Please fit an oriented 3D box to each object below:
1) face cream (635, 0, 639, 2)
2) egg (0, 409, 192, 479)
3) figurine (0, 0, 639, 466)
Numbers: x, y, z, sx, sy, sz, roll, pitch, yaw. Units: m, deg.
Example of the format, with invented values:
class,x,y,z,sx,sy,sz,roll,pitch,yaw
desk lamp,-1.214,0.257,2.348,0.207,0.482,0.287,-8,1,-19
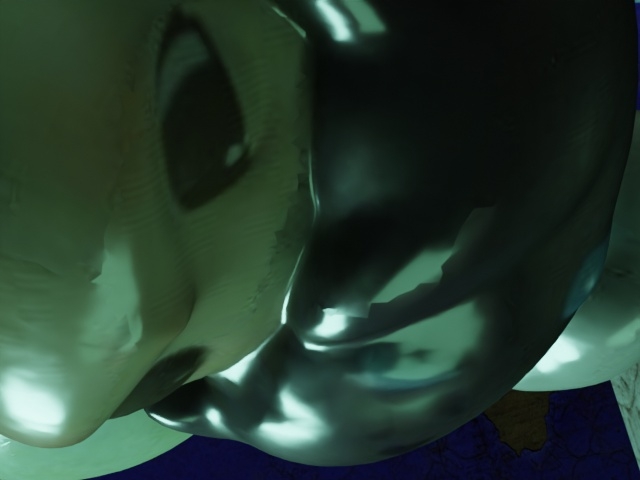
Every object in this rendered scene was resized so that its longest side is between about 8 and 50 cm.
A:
class,x,y,z,sx,sy,sz,roll,pitch,yaw
face cream,0.269,-0.161,0.737,0.385,0.086,0.135,-15,-159,-27
egg,-0.102,0.000,0.711,0.183,0.183,0.217,-18,176,3
figurine,-0.066,-0.013,0.404,0.206,0.218,0.365,13,-151,30
